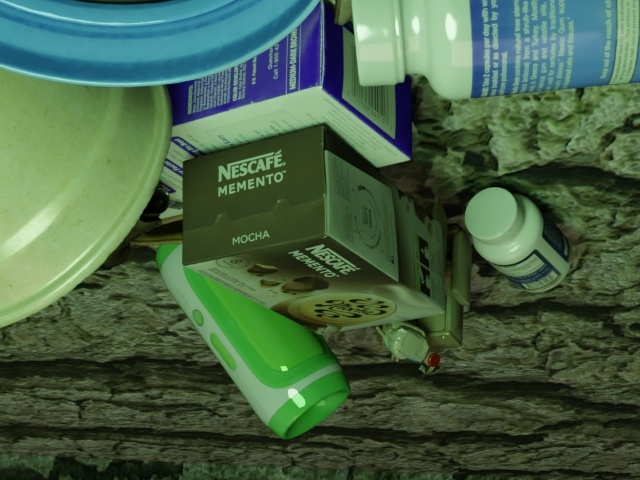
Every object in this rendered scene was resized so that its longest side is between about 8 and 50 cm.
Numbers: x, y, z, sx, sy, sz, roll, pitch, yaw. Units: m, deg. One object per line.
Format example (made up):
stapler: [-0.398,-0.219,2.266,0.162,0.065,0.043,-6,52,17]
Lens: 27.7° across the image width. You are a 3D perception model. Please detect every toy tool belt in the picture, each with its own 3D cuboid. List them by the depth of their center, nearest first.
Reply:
toy tool belt: [0.110,0.131,1.639,0.083,0.052,0.051,33,173,-36]

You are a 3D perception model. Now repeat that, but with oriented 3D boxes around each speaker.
speaker: [-0.090,0.107,1.675,0.131,0.296,0.131,-33,161,-13]

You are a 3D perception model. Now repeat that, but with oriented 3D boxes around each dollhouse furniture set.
dollhouse furniture set: [0.091,0.021,1.650,0.212,0.161,0.242,-10,148,27]

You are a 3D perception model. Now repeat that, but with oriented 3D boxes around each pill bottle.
pill bottle: [0.162,-0.198,1.087,0.272,0.152,0.152,-5,157,2]
pill bottle: [0.248,-0.004,1.641,0.094,0.094,0.169,-10,154,28]

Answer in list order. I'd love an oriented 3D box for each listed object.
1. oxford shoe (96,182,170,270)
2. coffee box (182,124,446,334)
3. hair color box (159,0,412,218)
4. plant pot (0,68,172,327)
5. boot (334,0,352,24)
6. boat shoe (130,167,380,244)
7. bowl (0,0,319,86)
oxford shoe: [-0.210,-0.023,1.389,0.096,0.083,0.227,1,159,-8]
coffee box: [0.000,0.000,1.380,0.168,0.119,0.297,-11,158,25]
hair color box: [-0.093,-0.128,1.366,0.339,0.110,0.185,-13,154,29]
plant pot: [-0.354,-0.136,1.164,0.334,0.334,0.305,-10,142,28]
boot: [0.058,-0.234,1.184,0.087,0.042,0.118,1,158,-2]
boat shoe: [-0.088,-0.038,1.558,0.324,0.120,0.122,-1,157,9]
bowl: [-0.171,-0.261,0.905,0.391,0.077,0.391,2,147,2]
